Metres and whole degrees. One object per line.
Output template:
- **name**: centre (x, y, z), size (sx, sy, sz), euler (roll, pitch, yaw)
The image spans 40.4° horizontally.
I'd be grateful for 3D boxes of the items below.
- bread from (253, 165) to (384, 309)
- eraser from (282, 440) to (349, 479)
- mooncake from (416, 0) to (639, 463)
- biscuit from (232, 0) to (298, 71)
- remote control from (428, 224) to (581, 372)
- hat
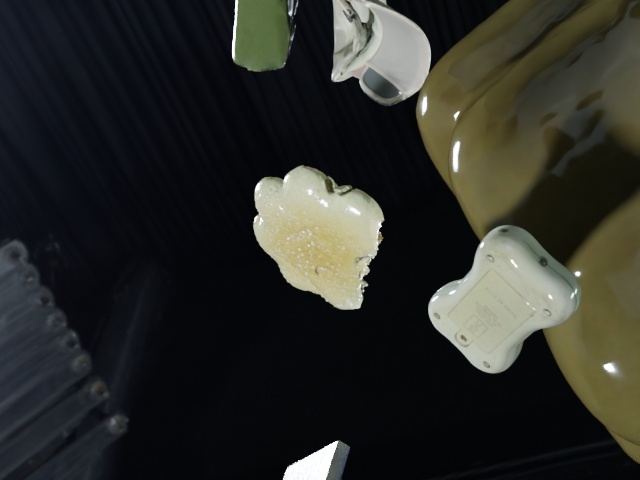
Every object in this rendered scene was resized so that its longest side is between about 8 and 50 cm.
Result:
- **bread**: centre (-0.011, -0.001, 1.130), size (0.181, 0.251, 0.039), euler (25, -123, 11)
- **eraser**: centre (-0.018, 0.345, 1.211), size (0.150, 0.023, 0.104), euler (-41, -158, 48)
- **mooncake**: centre (0.286, -0.027, 0.819), size (0.262, 0.467, 0.467), euler (-34, -151, 13)
- **biscuit**: centre (-0.075, -0.419, 1.319), size (0.099, 0.322, 0.038), euler (2, -161, -19)
- **remote control**: centre (0.121, 0.041, 0.586), size (0.074, 0.122, 0.032), euler (46, -123, 10)
- **hat**: centre (0.064, -0.308, 1.148), size (0.226, 0.219, 0.164), euler (15, -120, 34)
